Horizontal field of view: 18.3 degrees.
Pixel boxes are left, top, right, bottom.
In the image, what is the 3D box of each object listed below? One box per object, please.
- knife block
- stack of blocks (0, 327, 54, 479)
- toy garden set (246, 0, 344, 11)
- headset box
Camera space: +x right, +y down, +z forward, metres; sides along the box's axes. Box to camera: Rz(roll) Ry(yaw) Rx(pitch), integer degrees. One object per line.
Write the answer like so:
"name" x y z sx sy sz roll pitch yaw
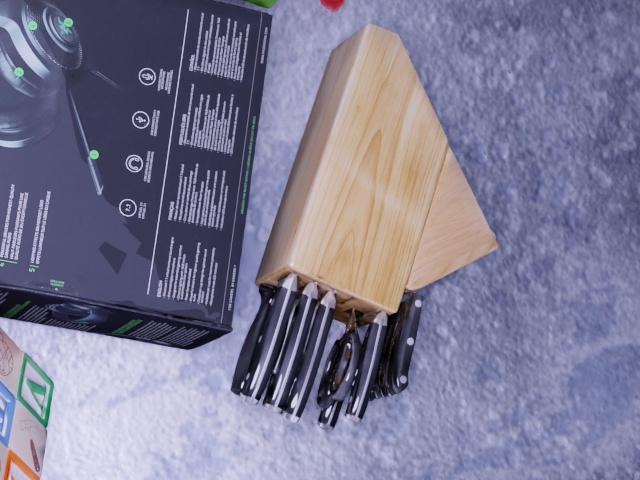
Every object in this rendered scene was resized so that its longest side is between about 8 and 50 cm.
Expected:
"knife block" 0.000 0.000 1.544 0.242 0.088 0.276 -24 89 -24
"stack of blocks" -0.252 0.199 1.327 0.171 0.087 0.297 55 27 -43
"toy garden set" -0.024 -0.299 1.587 0.204 0.049 0.244 17 61 -22
"headset box" -0.199 -0.066 1.459 0.283 0.131 0.246 10 76 -19
